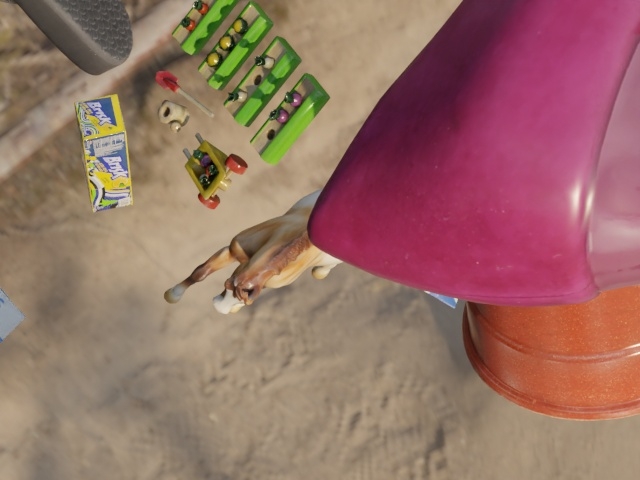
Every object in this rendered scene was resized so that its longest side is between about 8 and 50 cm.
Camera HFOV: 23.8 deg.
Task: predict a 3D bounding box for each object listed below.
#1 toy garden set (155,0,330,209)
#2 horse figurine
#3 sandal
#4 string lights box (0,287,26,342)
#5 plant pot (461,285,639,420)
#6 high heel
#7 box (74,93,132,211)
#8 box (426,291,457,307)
[{"bbox_3d":[-0.125,-0.179,1.817,0.204,0.049,0.244,-49,56,20],"label":"toy garden set"},{"bbox_3d":[0.000,0.000,1.165,0.263,0.174,0.066,-21,82,-33],"label":"horse figurine"},{"bbox_3d":[-0.224,-0.202,1.035,0.054,0.254,0.097,-21,39,24],"label":"sandal"},{"bbox_3d":[-0.504,0.134,1.870,0.260,0.133,0.077,-46,41,-16],"label":"string lights box"},{"bbox_3d":[0.240,-0.024,1.398,0.272,0.265,0.272,-11,41,9],"label":"plant pot"},{"bbox_3d":[0.109,-0.150,0.565,0.181,0.127,0.377,1,55,18],"label":"high heel"},{"bbox_3d":[-0.264,-0.105,1.863,0.054,0.169,0.059,-11,62,-11],"label":"box"},{"bbox_3d":[0.177,-0.013,1.786,0.042,0.109,0.178,12,80,33],"label":"box"}]
